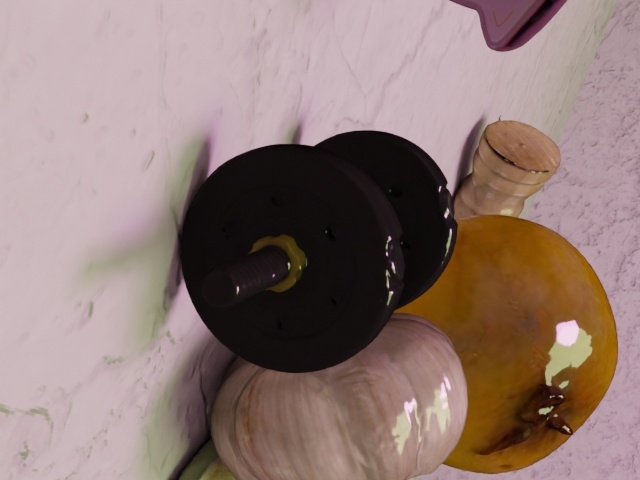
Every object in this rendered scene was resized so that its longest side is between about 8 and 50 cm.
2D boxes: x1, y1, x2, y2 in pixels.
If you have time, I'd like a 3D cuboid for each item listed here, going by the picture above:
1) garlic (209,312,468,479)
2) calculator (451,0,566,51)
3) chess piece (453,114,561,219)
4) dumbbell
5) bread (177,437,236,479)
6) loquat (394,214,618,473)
[{"bbox_3d":[0.025,0.169,0.696,0.218,0.219,0.212,-22,98,-67],"label":"garlic"},{"bbox_3d":[0.154,-0.279,0.587,0.043,0.194,0.294,14,110,-40],"label":"calculator"},{"bbox_3d":[0.265,-0.046,1.421,0.137,0.137,0.300,-48,167,-49],"label":"chess piece"},{"bbox_3d":[0.008,-0.001,0.602,0.325,0.143,0.143,-26,134,-66],"label":"dumbbell"},{"bbox_3d":[-0.089,0.211,0.753,0.193,0.036,0.112,13,93,-70],"label":"bread"},{"bbox_3d":[0.206,0.114,1.120,0.359,0.329,0.328,-123,-141,-54],"label":"loquat"}]
